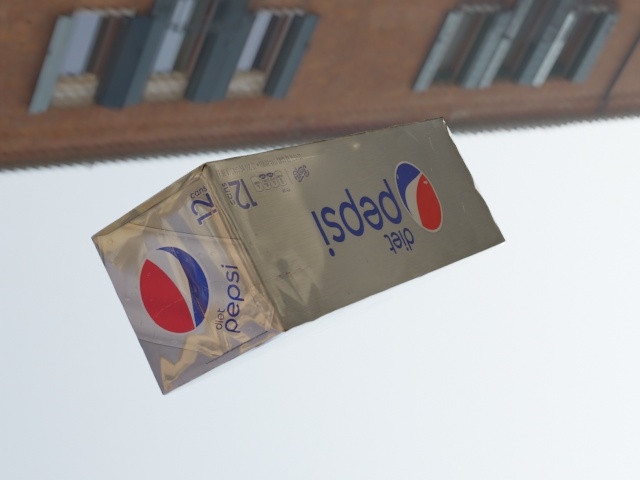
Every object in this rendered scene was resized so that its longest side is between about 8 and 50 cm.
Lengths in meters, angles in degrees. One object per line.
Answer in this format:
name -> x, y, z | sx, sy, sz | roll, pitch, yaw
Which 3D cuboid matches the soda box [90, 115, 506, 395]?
soda box -> 0.000, 0.000, 0.852 | 0.286, 0.091, 0.098 | -19, -99, -59
